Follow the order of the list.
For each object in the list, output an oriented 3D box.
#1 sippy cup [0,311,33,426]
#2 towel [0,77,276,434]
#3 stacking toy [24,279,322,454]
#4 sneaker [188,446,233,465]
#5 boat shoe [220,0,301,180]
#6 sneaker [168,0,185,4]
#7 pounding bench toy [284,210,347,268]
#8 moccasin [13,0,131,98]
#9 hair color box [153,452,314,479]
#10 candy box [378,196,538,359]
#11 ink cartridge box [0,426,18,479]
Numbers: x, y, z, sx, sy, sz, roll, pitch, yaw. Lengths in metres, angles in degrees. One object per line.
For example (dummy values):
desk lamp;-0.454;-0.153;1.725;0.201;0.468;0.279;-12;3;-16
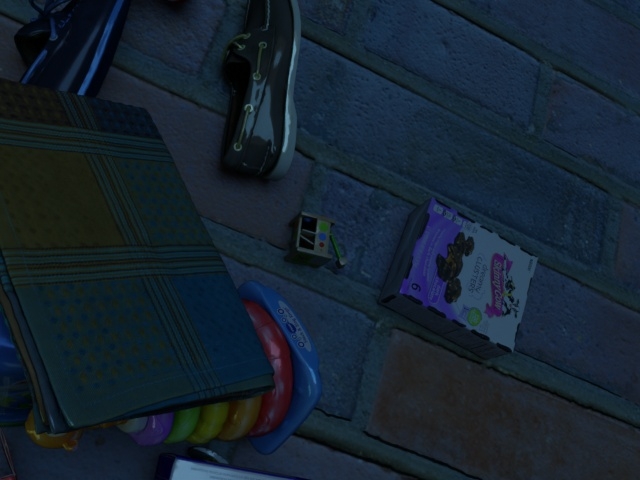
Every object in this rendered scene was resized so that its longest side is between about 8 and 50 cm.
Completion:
sippy cup;-0.318;0.070;0.788;0.240;0.224;0.305;48;62;-2
towel;-0.204;0.000;0.722;0.271;0.040;0.370;3;52;-55
stacking toy;-0.163;0.157;0.800;0.302;0.165;0.175;-7;52;-43
sneaker;-0.127;0.279;0.910;0.083;0.031;0.035;36;63;-9
boat shoe;-0.089;-0.236;1.053;0.091;0.109;0.304;7;74;-26
sneaker;-0.251;-0.404;1.064;0.087;0.128;0.221;-38;59;-11
pounding bench toy;0.000;0.000;1.045;0.083;0.052;0.065;14;68;-19
moccasin;-0.327;-0.236;0.936;0.117;0.138;0.342;21;65;-11
hair color box;-0.117;0.418;0.813;0.185;0.110;0.338;16;71;-18
candy box;0.205;0.057;1.105;0.196;0.070;0.164;28;64;-12
ink cartridge box;-0.328;0.313;0.754;0.078;0.134;0.231;-14;78;-26
